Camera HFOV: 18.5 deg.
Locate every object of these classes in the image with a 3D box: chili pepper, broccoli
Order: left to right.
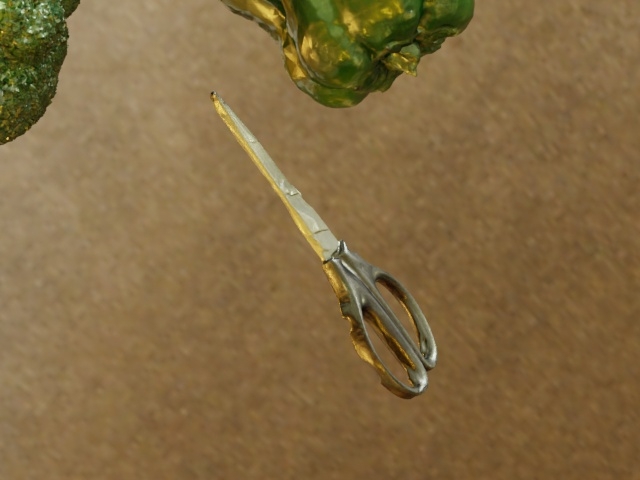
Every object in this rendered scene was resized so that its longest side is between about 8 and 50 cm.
[{"bbox_3d":[-0.324,-0.196,1.637,0.254,0.269,0.269,-4,56,52],"label":"broccoli"},{"bbox_3d":[-0.035,-0.290,1.682,0.385,0.167,0.213,58,145,11],"label":"chili pepper"}]

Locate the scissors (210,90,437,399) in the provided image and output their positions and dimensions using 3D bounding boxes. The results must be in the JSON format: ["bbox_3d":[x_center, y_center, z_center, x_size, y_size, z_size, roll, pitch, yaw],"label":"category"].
[{"bbox_3d":[0.000,0.000,1.581,0.022,0.300,0.109,-30,17,29],"label":"scissors"}]
